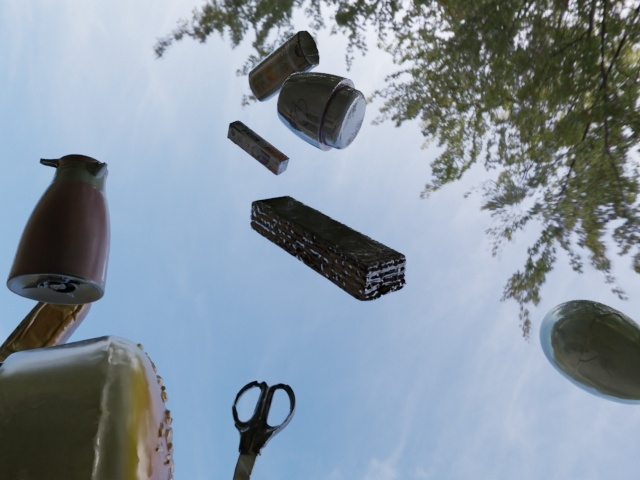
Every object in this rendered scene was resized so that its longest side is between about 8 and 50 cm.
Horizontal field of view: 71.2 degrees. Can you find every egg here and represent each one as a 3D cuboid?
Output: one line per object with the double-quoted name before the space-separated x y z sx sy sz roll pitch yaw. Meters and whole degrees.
"egg" 0.487 0.192 0.775 0.209 0.151 0.151 38 -71 43

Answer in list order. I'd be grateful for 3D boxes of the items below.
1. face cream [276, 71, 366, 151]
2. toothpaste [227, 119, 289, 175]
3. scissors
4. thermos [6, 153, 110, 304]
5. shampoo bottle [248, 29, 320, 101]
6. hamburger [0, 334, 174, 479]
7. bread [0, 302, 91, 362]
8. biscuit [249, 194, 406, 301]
"face cream" 0.001 -0.163 0.558 0.095 0.091 0.091 27 -76 19
"toothpaste" -0.166 -0.245 1.178 0.196 0.040 0.047 39 -47 19
"scissors" -0.111 0.328 0.670 0.108 0.300 0.022 2 -61 9
"thermos" -0.465 -0.027 0.819 0.176 0.146 0.265 -19 -120 22
"shampoo bottle" -0.093 -0.413 1.077 0.227 0.055 0.086 -10 -75 51
"hamburger" -0.199 0.193 0.360 0.295 0.151 0.227 146 -45 -63
"bread" -0.692 0.226 1.139 0.107 0.241 0.136 35 -36 -11
"biscuit" 0.000 0.000 0.891 0.388 0.107 0.073 31 -56 44
